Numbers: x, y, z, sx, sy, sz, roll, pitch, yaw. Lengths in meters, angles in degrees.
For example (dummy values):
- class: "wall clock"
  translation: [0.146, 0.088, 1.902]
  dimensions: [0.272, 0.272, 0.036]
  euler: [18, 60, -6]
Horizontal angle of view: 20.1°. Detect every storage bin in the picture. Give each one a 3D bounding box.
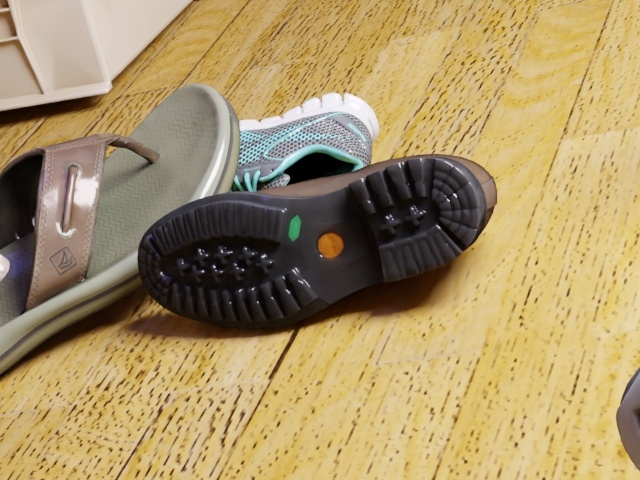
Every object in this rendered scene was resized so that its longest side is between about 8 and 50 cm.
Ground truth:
- class: "storage bin"
  translation: [-0.272, -0.219, 1.639]
  dimensions: [0.260, 0.123, 0.262]
  euler: [-7, 25, 20]

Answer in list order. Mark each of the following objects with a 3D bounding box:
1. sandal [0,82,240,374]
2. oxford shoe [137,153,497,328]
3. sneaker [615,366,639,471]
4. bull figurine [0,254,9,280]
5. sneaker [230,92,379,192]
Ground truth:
- class: "sandal"
  translation: [-0.173, -0.005, 1.131]
  dimensions: [0.303, 0.086, 0.120]
  euler: [-38, 37, -18]
- class: "oxford shoe"
  translation: [0.000, 0.000, 1.069]
  dimensions: [0.227, 0.082, 0.096]
  euler: [-10, 7, 22]
- class: "sneaker"
  translation: [0.253, 0.041, 0.775]
  dimensions: [0.267, 0.101, 0.106]
  euler: [-21, 2, 0]
- class: "bull figurine"
  translation: [-0.290, -0.043, 1.059]
  dimensions: [0.101, 0.188, 0.310]
  euler: [-40, 36, 7]
- class: "sneaker"
  translation: [-0.040, -0.045, 1.199]
  dimensions: [0.166, 0.065, 0.076]
  euler: [-21, 31, 8]
